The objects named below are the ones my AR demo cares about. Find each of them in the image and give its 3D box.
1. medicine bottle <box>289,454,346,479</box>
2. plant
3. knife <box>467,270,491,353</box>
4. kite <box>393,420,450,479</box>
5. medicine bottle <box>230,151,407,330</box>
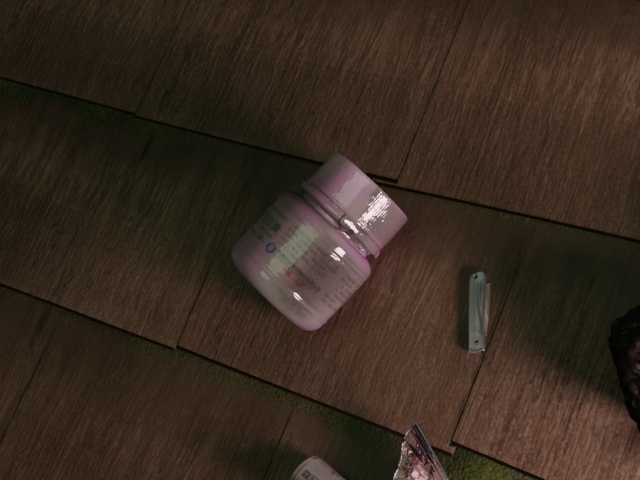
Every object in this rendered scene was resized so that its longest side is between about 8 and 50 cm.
[{"bbox_3d":[0.031,0.484,1.722,0.183,0.086,0.086,36,86,30],"label":"medicine bottle"},{"bbox_3d":[0.609,0.255,1.517,0.215,0.213,0.312,-23,99,13],"label":"plant"},{"bbox_3d":[0.304,0.136,1.786,0.044,0.023,0.162,-2,68,17],"label":"knife"},{"bbox_3d":[0.134,0.485,1.646,0.314,0.011,0.336,17,78,-1],"label":"kite"},{"bbox_3d":[0.000,0.000,1.840,0.302,0.241,0.241,-46,60,0],"label":"medicine bottle"}]
